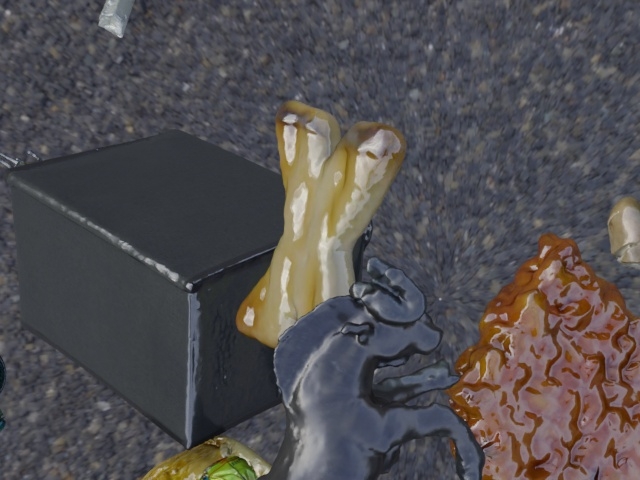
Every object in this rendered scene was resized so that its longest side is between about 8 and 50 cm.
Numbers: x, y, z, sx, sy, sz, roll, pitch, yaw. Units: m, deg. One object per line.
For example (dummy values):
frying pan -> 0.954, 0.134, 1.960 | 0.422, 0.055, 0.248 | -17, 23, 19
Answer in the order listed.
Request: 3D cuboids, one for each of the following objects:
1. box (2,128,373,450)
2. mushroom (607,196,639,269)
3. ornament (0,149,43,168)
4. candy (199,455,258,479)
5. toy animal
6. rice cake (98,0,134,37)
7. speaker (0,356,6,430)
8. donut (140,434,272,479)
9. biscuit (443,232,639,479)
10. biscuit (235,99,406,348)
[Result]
box -> -0.155, 0.036, 1.167 | 0.345, 0.251, 0.205 | 27, 124, 39
mushroom -> 0.404, 0.005, 1.096 | 0.225, 0.093, 0.116 | -8, 61, -20
ornament -> -0.381, -0.088, 1.386 | 0.125, 0.073, 0.028 | 33, 109, 29
candy -> -0.029, 0.262, 0.907 | 0.194, 0.058, 0.062 | 35, 118, 17
toy animal -> 0.016, 0.129, 0.617 | 0.148, 0.084, 0.233 | 23, 93, -27
rice cake -> -0.388, -0.493, 2.040 | 0.057, 0.256, 0.052 | 32, 129, -25
speaker -> -0.323, 0.138, 0.964 | 0.094, 0.075, 0.060 | 53, 51, -28
donut -> -0.083, 0.370, 1.090 | 0.160, 0.330, 0.330 | -33, 83, -27
biscuit -> 0.299, 0.194, 1.224 | 0.312, 0.110, 0.318 | 43, 70, -16
biscuit -> 0.000, 0.000, 0.828 | 0.047, 0.164, 0.208 | 5, 102, -33
